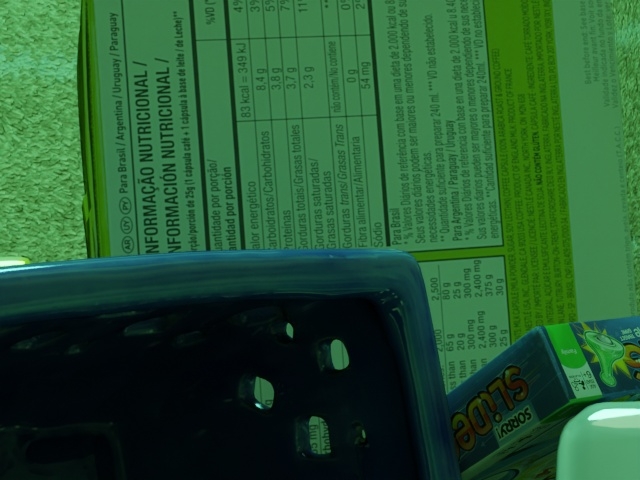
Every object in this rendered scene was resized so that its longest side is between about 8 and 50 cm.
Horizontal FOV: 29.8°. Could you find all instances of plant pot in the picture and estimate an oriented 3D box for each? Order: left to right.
[{"bbox_3d":[-0.091,0.136,0.492,0.236,0.236,0.212,-4,-8,-43],"label":"plant pot"}]

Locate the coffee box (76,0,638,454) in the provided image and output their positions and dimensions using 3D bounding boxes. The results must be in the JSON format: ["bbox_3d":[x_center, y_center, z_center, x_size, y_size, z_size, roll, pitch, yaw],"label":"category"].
[{"bbox_3d":[0.000,0.000,0.871,0.334,0.338,0.337,-4,-1,-12],"label":"coffee box"}]

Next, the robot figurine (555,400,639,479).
[{"bbox_3d":[0.259,0.118,0.396,0.353,0.200,0.300,-4,-26,22],"label":"robot figurine"}]

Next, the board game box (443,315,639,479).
[{"bbox_3d":[0.095,0.094,0.565,0.136,0.035,0.201,-3,-29,-35],"label":"board game box"}]

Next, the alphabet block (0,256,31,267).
[{"bbox_3d":[-0.294,0.141,0.832,0.197,0.193,0.192,-4,-35,-22],"label":"alphabet block"}]
